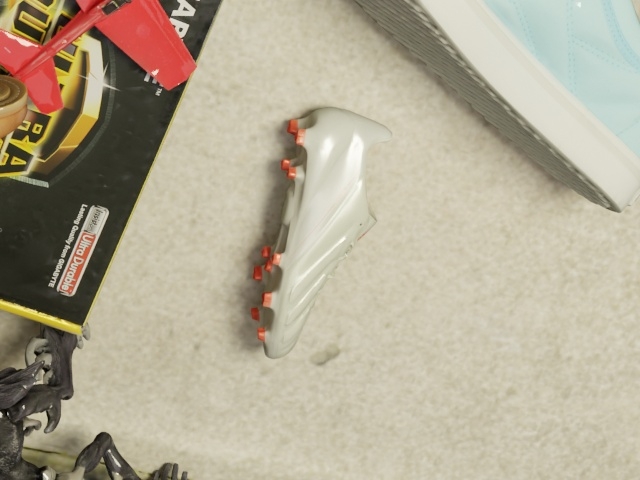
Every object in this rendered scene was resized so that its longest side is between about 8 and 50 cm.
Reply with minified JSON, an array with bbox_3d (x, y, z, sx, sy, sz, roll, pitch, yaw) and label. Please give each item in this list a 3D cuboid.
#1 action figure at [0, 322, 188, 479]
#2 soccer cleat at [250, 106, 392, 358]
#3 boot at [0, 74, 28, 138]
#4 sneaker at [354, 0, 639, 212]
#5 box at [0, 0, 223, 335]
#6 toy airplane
[{"bbox_3d":[-0.221,0.142,1.283,0.164,0.141,0.276,-33,130,11],"label":"action figure"},{"bbox_3d":[0.000,0.000,1.282,0.076,0.068,0.196,8,111,-14],"label":"soccer cleat"},{"bbox_3d":[-0.256,-0.019,1.156,0.197,0.073,0.152,-15,116,14],"label":"boot"},{"bbox_3d":[0.123,-0.179,1.184,0.366,0.135,0.150,41,84,-34],"label":"sneaker"},{"bbox_3d":[-0.222,-0.122,1.191,0.257,0.079,0.322,21,111,-14],"label":"box"},{"bbox_3d":[-0.152,-0.141,1.132,0.151,0.028,0.151,-3,116,-6],"label":"toy airplane"}]
